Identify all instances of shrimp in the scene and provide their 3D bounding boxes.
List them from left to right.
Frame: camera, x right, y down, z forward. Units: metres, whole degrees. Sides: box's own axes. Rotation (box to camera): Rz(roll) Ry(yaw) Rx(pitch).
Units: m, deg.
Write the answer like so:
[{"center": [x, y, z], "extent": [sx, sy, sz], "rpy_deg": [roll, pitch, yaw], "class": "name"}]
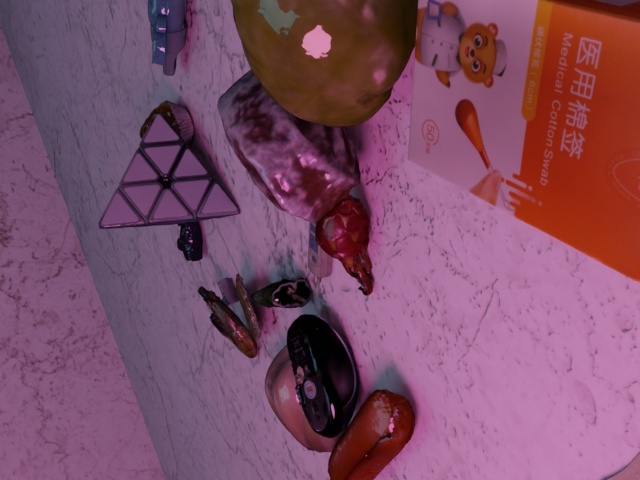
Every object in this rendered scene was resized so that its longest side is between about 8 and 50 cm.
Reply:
[{"center": [-0.232, 0.199, 1.818], "extent": [0.217, 0.051, 0.150], "rpy_deg": [54, 159, -9], "class": "shrimp"}]

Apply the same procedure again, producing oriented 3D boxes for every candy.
[{"center": [-0.048, -0.159, 1.177], "extent": [0.157, 0.214, 0.290], "rpy_deg": [-41, 46, 13], "class": "candy"}]

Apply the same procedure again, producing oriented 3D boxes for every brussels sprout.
[{"center": [0.006, -0.308, 0.993], "extent": [0.274, 0.242, 0.317], "rpy_deg": [-134, 29, -85], "class": "brussels sprout"}]

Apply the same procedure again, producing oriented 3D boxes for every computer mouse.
[{"center": [0.011, 0.250, 1.412], "extent": [0.137, 0.096, 0.234], "rpy_deg": [-31, 69, 57], "class": "computer mouse"}]

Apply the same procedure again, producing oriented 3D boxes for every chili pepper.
[{"center": [-0.101, 0.113, 1.556], "extent": [0.227, 0.088, 0.059], "rpy_deg": [166, 102, -64], "class": "chili pepper"}]

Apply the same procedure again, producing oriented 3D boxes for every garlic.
[{"center": [-0.051, 0.328, 1.555], "extent": [0.217, 0.110, 0.228], "rpy_deg": [-21, 87, 65], "class": "garlic"}]

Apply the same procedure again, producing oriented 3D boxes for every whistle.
[{"center": [-0.334, -0.490, 1.646], "extent": [0.186, 0.093, 0.274], "rpy_deg": [-97, 12, -45], "class": "whistle"}]

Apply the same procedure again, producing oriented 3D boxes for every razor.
[{"center": [-0.234, 0.147, 1.868], "extent": [0.068, 0.040, 0.135], "rpy_deg": [65, 157, 17], "class": "razor"}]

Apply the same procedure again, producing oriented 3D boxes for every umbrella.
[{"center": [-0.339, -0.063, 1.903], "extent": [0.071, 0.070, 0.249], "rpy_deg": [33, 133, 51], "class": "umbrella"}]

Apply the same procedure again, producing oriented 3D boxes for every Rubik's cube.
[{"center": [-0.354, -0.110, 1.737], "extent": [0.228, 0.228, 0.233], "rpy_deg": [-43, 35, 16], "class": "Rubik's cube"}]

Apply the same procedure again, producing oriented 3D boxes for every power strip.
[{"center": [0.000, 0.000, 1.366], "extent": [0.047, 0.030, 0.191], "rpy_deg": [41, 138, 46], "class": "power strip"}]

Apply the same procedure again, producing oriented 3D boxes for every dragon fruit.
[{"center": [0.041, 0.012, 1.237], "extent": [0.094, 0.094, 0.191], "rpy_deg": [30, 140, 52], "class": "dragon fruit"}]

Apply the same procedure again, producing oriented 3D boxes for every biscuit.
[{"center": [-0.164, 0.157, 1.702], "extent": [0.203, 0.016, 0.144], "rpy_deg": [121, 128, -76], "class": "biscuit"}]

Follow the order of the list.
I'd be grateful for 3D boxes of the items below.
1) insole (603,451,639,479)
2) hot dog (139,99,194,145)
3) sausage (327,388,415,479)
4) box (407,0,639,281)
[{"center": [0.366, 0.299, 0.889], "extent": [0.063, 0.010, 0.192], "rpy_deg": [54, 147, 32], "class": "insole"}, {"center": [-0.387, -0.261, 1.876], "extent": [0.268, 0.075, 0.145], "rpy_deg": [-19, 85, 59], "class": "hot dog"}, {"center": [0.086, 0.362, 1.335], "extent": [0.102, 0.102, 0.330], "rpy_deg": [59, 149, 25], "class": "sausage"}, {"center": [0.249, -0.135, 0.735], "extent": [0.341, 0.143, 0.225], "rpy_deg": [36, 135, 47], "class": "box"}]
